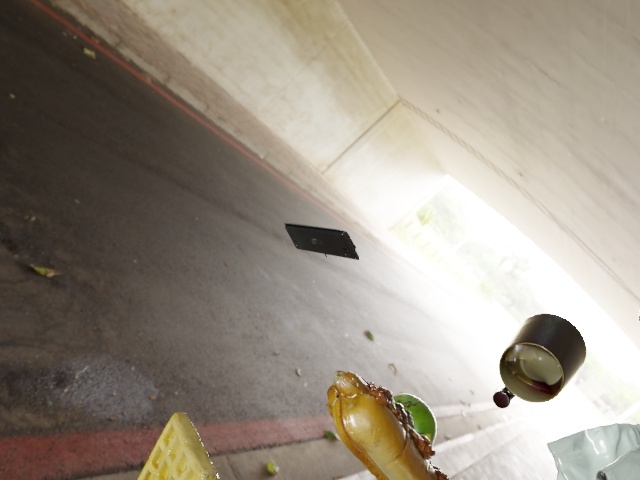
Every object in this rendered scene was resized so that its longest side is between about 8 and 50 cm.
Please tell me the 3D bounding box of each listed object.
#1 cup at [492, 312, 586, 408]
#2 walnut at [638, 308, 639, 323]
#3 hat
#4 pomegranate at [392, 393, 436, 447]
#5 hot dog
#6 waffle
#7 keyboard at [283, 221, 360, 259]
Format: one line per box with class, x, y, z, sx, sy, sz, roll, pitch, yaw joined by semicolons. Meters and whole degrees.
cup;0.502;0.307;1.277;0.165;0.240;0.177;19;22;30
walnut;0.662;0.148;1.045;0.091;0.121;0.052;51;47;6
hat;0.577;0.516;1.070;0.258;0.167;0.302;77;11;-80
pomegranate;0.193;0.418;1.289;0.169;0.122;0.143;38;-22;-13
hot dog;0.086;0.241;0.644;0.249;0.076;0.102;55;2;-22
waffle;-0.355;0.581;1.343;0.055;0.221;0.248;23;8;-39
keyboard;0.000;0.000;1.273;0.230;0.025;0.094;10;-44;52
